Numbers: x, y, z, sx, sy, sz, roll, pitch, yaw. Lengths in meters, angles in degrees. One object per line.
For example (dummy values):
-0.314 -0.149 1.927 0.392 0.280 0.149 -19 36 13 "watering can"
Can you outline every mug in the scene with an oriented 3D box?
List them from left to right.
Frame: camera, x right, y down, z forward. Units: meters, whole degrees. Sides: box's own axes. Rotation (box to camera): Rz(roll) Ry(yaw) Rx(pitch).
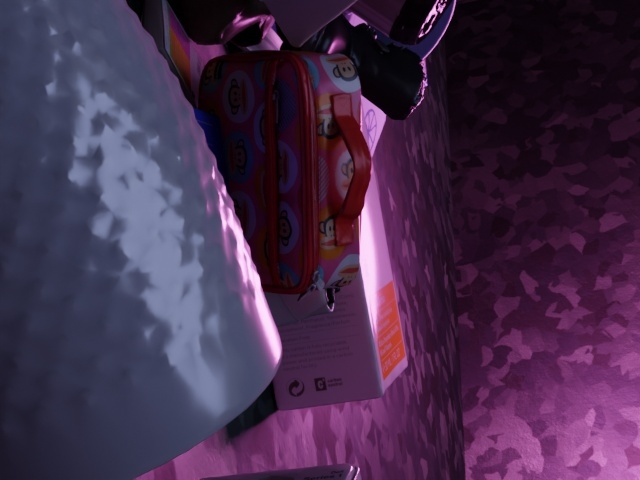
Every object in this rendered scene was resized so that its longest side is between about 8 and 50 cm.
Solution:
-0.236 -0.010 0.757 0.374 0.276 0.328 -32 110 -41 "mug"

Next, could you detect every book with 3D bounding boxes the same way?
-0.180 -0.228 1.495 0.144 0.035 0.096 61 23 -57 "book"

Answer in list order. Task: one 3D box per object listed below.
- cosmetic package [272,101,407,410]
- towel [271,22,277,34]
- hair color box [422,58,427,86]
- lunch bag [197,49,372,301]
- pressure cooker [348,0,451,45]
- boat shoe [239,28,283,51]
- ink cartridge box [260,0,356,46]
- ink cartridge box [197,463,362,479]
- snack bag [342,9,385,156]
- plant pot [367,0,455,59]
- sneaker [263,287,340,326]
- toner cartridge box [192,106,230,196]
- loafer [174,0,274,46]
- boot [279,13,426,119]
0.000 0.000 1.790 0.230 0.162 0.453 -24 104 -75 "cosmetic package"
-0.083 -0.284 1.906 0.067 0.029 0.119 -24 106 -72 "towel"
0.116 -0.474 2.500 0.105 0.174 0.347 53 31 -61 "hair color box"
-0.037 -0.081 1.452 0.120 0.258 0.293 -7 99 -39 "lunch bag"
0.072 -0.550 1.874 0.375 0.420 0.370 -55 176 -6 "pressure cooker"
-0.074 -0.269 1.832 0.066 0.063 0.184 37 -4 33 "boat shoe"
-0.023 -0.425 1.486 0.353 0.207 0.119 60 23 12 "ink cartridge box"
-0.037 0.400 1.315 0.117 0.201 0.278 -46 126 -72 "ink cartridge box"
0.037 -0.212 2.099 0.342 0.037 0.323 73 32 -51 "snack bag"
0.076 -0.454 2.224 0.195 0.290 0.290 51 -7 37 "plant pot"
-0.047 -0.014 1.631 0.094 0.151 0.255 -7 88 -76 "sneaker"
-0.185 -0.067 1.284 0.348 0.075 0.165 5 76 -76 "toner cartridge box"
-0.116 -0.336 1.669 0.366 0.134 0.130 -35 137 -66 "loafer"
0.051 -0.237 1.629 0.207 0.094 0.246 34 21 -14 "boot"
